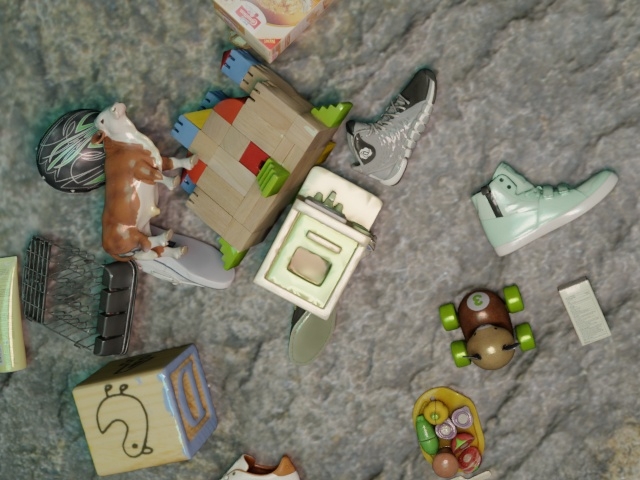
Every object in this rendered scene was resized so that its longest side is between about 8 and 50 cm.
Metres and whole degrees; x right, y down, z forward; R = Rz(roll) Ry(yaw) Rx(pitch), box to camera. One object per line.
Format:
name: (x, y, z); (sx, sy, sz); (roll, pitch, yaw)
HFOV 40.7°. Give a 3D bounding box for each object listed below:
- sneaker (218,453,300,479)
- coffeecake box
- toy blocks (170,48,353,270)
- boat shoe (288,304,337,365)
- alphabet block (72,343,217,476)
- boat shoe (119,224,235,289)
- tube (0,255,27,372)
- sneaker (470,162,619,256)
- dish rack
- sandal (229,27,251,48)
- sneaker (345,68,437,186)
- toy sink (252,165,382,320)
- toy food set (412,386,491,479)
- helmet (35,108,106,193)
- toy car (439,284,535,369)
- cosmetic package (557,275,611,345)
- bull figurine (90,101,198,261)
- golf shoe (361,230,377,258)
sneaker: (-0.185, 0.505, 1.767); (0.290, 0.106, 0.123); (-15, 89, 3)
coffeecake box: (-0.079, -0.439, 1.561); (0.142, 0.068, 0.185); (43, 81, 4)
toy blocks: (-0.154, -0.174, 1.613); (0.261, 0.191, 0.381); (40, 115, 11)
boat shoe: (-0.011, 0.134, 1.689); (0.081, 0.068, 0.227); (15, 103, -21)
alphabet block: (-0.342, 0.333, 1.714); (0.197, 0.193, 0.192); (-14, 94, 12)
boat shoe: (-0.290, 0.042, 1.721); (0.258, 0.095, 0.084); (26, 133, 12)
tube: (-0.663, 0.155, 1.817); (0.070, 0.062, 0.240); (-10, 94, -30)
sneaker: (0.399, -0.095, 1.565); (0.256, 0.094, 0.151); (-30, 89, 12)
dish rack: (-0.499, 0.105, 1.749); (0.272, 0.074, 0.208); (19, 106, 29)
sandal: (-0.108, -0.439, 1.628); (0.072, 0.049, 0.180); (27, 88, -1)
sneaker: (0.119, -0.219, 1.579); (0.132, 0.086, 0.228); (16, 103, -18)
toy sink: (0.000, 0.000, 1.555); (0.153, 0.131, 0.234); (29, 96, -3)
toy food set: (0.254, 0.398, 1.679); (0.128, 0.071, 0.217); (-17, 96, 12)
helmet: (-0.461, -0.173, 1.670); (0.170, 0.161, 0.169); (2, 99, 10)
toy car: (0.305, 0.175, 1.574); (0.155, 0.188, 0.148); (-17, 96, 12)
cosmetic package: (0.492, 0.131, 1.610); (0.060, 0.041, 0.115); (-22, 94, 13)
bull figurine: (-0.334, -0.101, 1.594); (0.189, 0.101, 0.310); (16, 114, 20)
golf shoe: (0.024, -0.028, 1.658); (0.086, 0.069, 0.176); (-43, 89, 19)
